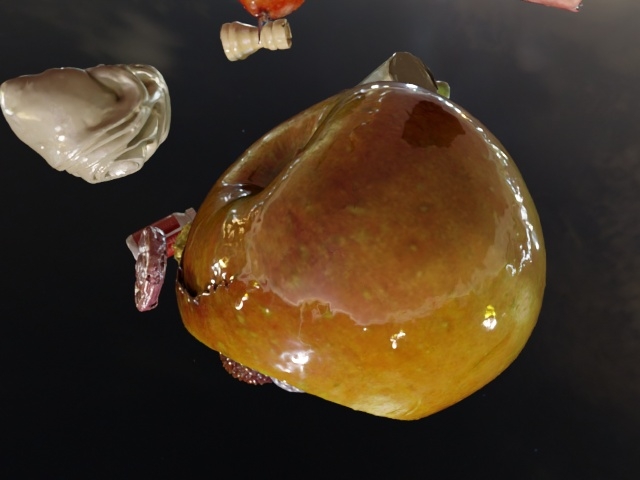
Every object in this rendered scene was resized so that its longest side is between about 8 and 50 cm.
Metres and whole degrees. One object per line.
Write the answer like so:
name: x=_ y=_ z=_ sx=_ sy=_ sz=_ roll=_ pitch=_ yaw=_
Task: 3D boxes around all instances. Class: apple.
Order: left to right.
apple: x=0.047 y=0.025 z=0.491 sx=0.384 sy=0.374 sz=0.374 roll=-29 pitch=-136 yaw=23

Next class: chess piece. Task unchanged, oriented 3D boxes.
chess piece: x=-0.118 y=-0.379 z=0.784 sx=0.122 sy=0.066 sz=0.066 roll=-4 pitch=-134 yaw=13

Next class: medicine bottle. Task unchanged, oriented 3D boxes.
medicine bottle: x=-0.542 y=-0.013 z=1.488 sx=0.250 sy=0.131 sz=0.131 roll=-31 pitch=-122 yaw=-18

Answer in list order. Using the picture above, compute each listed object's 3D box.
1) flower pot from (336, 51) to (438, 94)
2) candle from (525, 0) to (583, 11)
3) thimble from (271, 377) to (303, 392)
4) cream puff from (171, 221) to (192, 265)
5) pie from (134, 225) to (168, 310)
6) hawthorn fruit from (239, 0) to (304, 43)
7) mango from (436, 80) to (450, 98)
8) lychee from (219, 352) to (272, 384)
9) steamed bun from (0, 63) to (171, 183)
flower pot: x=0.158 y=-0.307 z=0.965 sx=0.212 sy=0.202 sz=0.213 roll=12 pitch=-113 yaw=-30
candle: x=0.212 y=-0.338 z=0.362 sx=0.131 sy=0.317 sz=0.287 roll=17 pitch=-90 yaw=12
thimble: x=-0.066 y=0.285 z=1.161 sx=0.205 sy=0.236 sz=0.172 roll=-44 pitch=-155 yaw=8
cream puff: x=-0.346 y=0.032 z=1.134 sx=0.146 sy=0.146 sz=0.116 roll=37 pitch=-120 yaw=24
pie: x=-0.308 y=0.048 z=0.758 sx=0.038 sy=0.154 sz=0.154 roll=5 pitch=-136 yaw=-30
hawthorn fruit: x=-0.075 y=-0.426 z=0.642 sx=0.181 sy=0.235 sz=0.181 roll=2 pitch=-167 yaw=0
mango: x=0.337 y=-0.464 z=1.402 sx=0.194 sy=0.130 sz=0.092 roll=-28 pitch=-169 yaw=11
lychee: x=-0.202 y=0.344 z=1.434 sx=0.305 sy=0.330 sz=0.306 roll=2 pitch=-121 yaw=-3
steamed bun: x=-0.482 y=-0.240 z=0.919 sx=0.309 sy=0.220 sz=0.324 roll=-18 pitch=-170 yaw=-22
